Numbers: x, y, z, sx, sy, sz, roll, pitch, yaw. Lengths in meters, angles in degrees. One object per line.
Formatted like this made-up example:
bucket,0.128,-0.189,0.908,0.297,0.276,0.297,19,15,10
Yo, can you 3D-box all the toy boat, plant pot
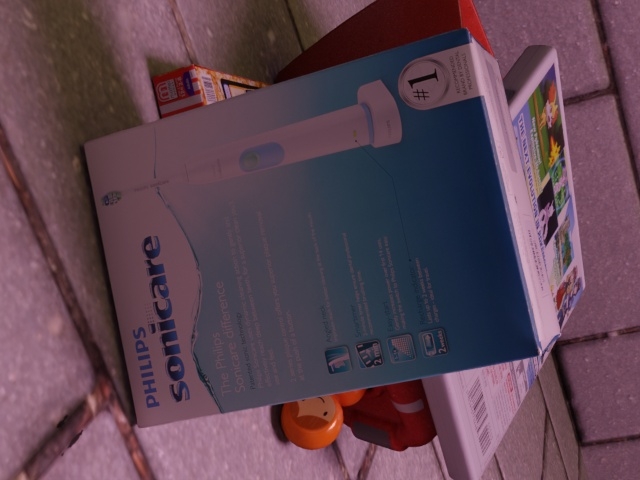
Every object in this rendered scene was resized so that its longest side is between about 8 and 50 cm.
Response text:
toy boat,0.017,0.137,0.935,0.151,0.151,0.231,-49,128,-31
plant pot,0.088,-0.106,1.097,0.267,0.236,0.267,53,30,-50

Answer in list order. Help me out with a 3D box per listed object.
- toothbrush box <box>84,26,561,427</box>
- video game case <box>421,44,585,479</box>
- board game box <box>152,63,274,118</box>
toothbrush box,0.000,0.000,0.698,0.126,0.296,0.216,1,75,-71
video game case,0.177,0.028,0.945,0.300,0.036,0.329,-51,138,-34
board game box,-0.077,-0.081,0.910,0.193,0.045,0.146,-8,85,-71
